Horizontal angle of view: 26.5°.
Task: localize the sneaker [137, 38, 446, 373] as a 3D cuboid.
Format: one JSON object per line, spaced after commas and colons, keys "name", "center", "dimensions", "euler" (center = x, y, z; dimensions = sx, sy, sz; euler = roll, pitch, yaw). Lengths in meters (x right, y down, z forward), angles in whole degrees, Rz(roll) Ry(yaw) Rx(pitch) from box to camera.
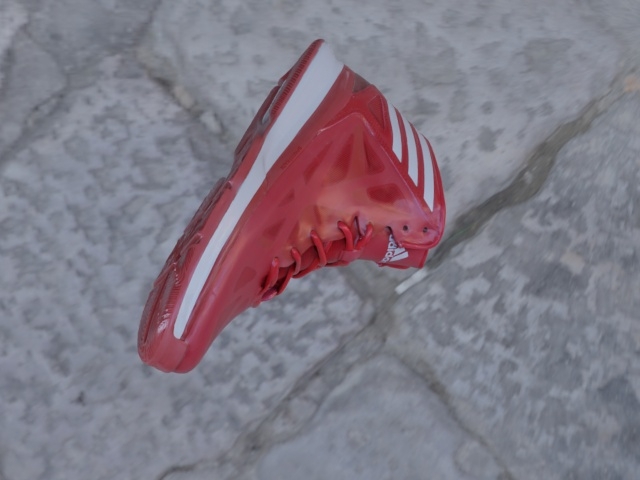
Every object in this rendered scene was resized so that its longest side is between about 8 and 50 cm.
{"name": "sneaker", "center": [0.000, 0.000, 0.738], "dimensions": [0.128, 0.087, 0.221], "euler": [33, 62, -9]}
